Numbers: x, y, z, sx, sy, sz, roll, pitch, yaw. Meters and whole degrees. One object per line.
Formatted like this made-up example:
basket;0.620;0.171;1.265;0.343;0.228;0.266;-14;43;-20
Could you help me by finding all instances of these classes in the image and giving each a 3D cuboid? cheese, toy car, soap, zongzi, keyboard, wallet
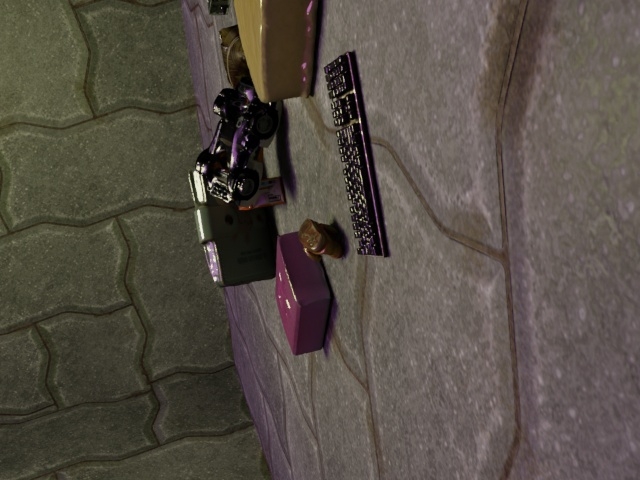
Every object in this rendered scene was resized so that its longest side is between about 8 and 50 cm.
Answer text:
cheese;-0.086;-0.423;1.361;0.384;0.104;0.383;169;90;-77
toy car;-0.178;-0.232;1.756;0.193;0.118;0.301;35;110;47
soap;-0.045;0.122;1.685;0.259;0.081;0.181;99;156;-57
zongzi;-0.177;-0.413;1.850;0.184;0.084;0.187;50;157;45
keyboard;0.053;-0.128;1.176;0.106;0.027;0.316;-178;77;-76
wallet;-0.241;-0.052;2.090;0.083;0.252;0.360;-11;90;41

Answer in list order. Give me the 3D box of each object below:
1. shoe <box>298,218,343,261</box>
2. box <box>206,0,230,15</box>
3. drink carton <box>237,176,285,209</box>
shoe;-0.001;0.003;1.423;0.109;0.069;0.072;10;74;65
box;-0.191;-0.551;1.383;0.270;0.045;0.210;151;111;-76
drink carton;-0.160;-0.120;1.954;0.223;0.096;0.071;-177;77;-76
